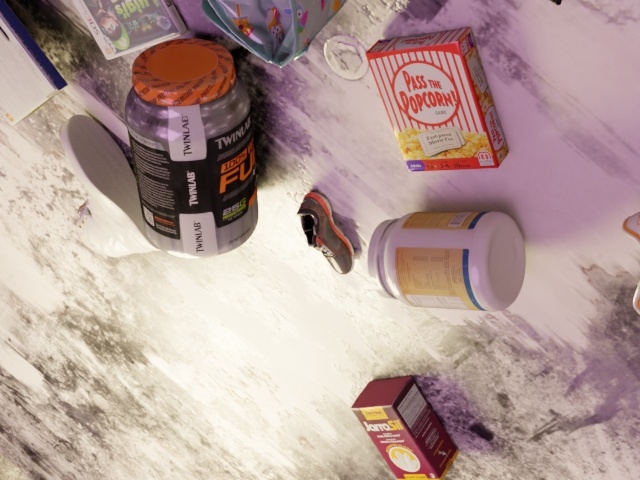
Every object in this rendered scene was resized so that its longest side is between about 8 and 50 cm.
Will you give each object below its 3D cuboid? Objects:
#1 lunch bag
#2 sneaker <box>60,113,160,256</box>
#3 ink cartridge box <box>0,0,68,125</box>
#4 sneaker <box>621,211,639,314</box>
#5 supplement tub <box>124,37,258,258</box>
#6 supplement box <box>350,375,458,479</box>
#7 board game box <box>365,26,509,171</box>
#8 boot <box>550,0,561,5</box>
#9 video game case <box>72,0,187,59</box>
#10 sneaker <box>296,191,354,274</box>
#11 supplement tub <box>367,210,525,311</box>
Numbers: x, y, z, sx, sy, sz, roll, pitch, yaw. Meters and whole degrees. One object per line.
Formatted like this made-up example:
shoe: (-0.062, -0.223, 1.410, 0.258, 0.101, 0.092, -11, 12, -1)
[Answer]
lunch bag: (-0.060, -0.371, 1.291, 0.160, 0.223, 0.262, -11, 119, 31)
sneaker: (-0.416, -0.086, 1.910, 0.169, 0.108, 0.292, -13, 118, 40)
ink cartridge box: (-0.561, -0.358, 1.763, 0.303, 0.072, 0.307, 55, 149, -14)
sneaker: (0.495, 0.088, 1.361, 0.127, 0.126, 0.321, -11, 107, 38)
supplement tub: (-0.200, -0.142, 1.628, 0.193, 0.193, 0.316, 20, 136, 23)
supplement box: (0.154, 0.344, 1.878, 0.104, 0.081, 0.188, -14, 116, 44)
board game box: (0.161, -0.189, 1.425, 0.147, 0.045, 0.193, -1, 125, 38)
boot: (0.304, -0.310, 1.208, 0.121, 0.045, 0.099, 51, 137, -2)
video game case: (-0.318, -0.382, 1.635, 0.190, 0.022, 0.173, -7, 121, 41)
sneaker: (0.000, 0.000, 1.700, 0.061, 0.065, 0.158, -8, 120, 41)
supplement tub: (0.184, 0.029, 1.525, 0.200, 0.144, 0.144, 1, 126, 37)
